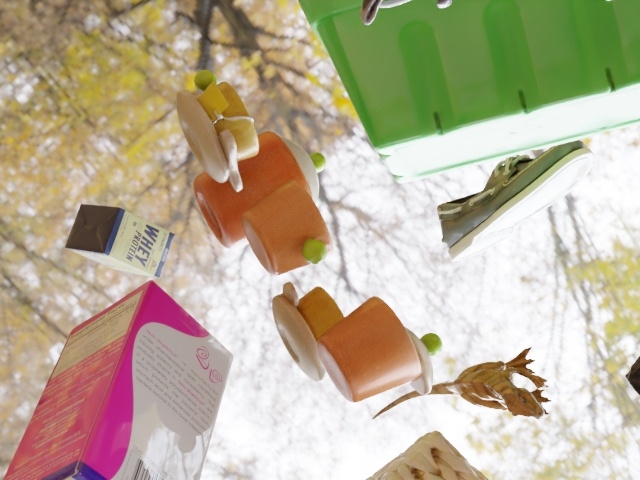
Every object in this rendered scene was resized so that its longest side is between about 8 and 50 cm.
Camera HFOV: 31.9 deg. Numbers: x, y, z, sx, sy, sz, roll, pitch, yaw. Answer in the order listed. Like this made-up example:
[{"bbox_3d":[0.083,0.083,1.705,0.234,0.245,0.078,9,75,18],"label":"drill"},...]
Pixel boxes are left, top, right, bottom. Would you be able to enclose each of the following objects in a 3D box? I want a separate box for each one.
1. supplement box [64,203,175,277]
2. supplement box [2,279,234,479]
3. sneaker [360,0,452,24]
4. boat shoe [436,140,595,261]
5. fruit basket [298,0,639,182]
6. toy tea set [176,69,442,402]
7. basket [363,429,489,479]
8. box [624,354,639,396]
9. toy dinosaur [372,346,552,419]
[{"bbox_3d":[-0.229,0.001,1.281,0.083,0.083,0.056,7,-106,46],"label":"supplement box"},{"bbox_3d":[-0.164,0.156,0.921,0.114,0.111,0.220,-30,-153,29],"label":"supplement box"},{"bbox_3d":[0.054,-0.148,0.517,0.105,0.281,0.115,18,88,-83],"label":"sneaker"},{"bbox_3d":[0.260,-0.073,1.578,0.116,0.099,0.319,-15,163,-30],"label":"boat shoe"},{"bbox_3d":[0.171,-0.273,1.142,0.392,0.283,0.392,-2,-99,12],"label":"fruit basket"},{"bbox_3d":[0.000,0.000,0.970,0.124,0.200,0.336,-27,-111,-15],"label":"toy tea set"},{"bbox_3d":[0.080,0.406,1.074,0.266,0.331,0.328,-42,173,-29],"label":"basket"},{"bbox_3d":[0.463,0.184,0.971,0.293,0.295,0.073,55,-43,36],"label":"box"},{"bbox_3d":[0.146,0.134,1.037,0.211,0.112,0.064,-17,-105,62],"label":"toy dinosaur"}]
